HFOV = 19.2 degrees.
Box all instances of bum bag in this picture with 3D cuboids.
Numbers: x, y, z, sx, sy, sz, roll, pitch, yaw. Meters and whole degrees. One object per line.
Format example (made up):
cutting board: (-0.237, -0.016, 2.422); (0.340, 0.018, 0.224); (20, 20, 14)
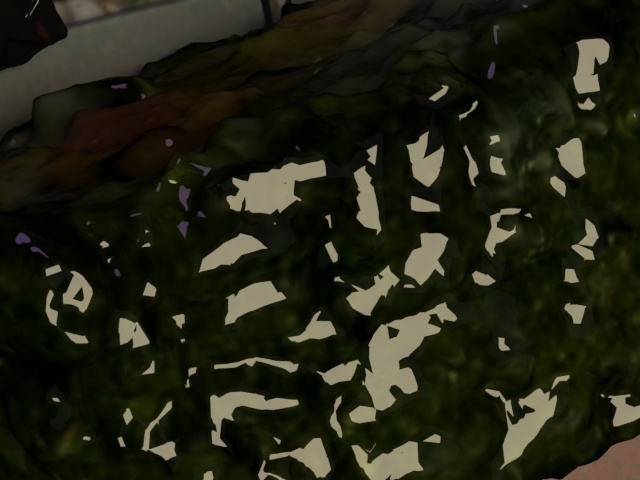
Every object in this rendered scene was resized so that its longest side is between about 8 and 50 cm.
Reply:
bum bag: (-0.168, -0.075, 0.802); (0.124, 0.034, 0.058); (-37, 122, -16)

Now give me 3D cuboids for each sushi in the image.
sushi: (0.000, 0.000, 0.756); (0.352, 0.294, 0.178); (-26, 107, -23)
